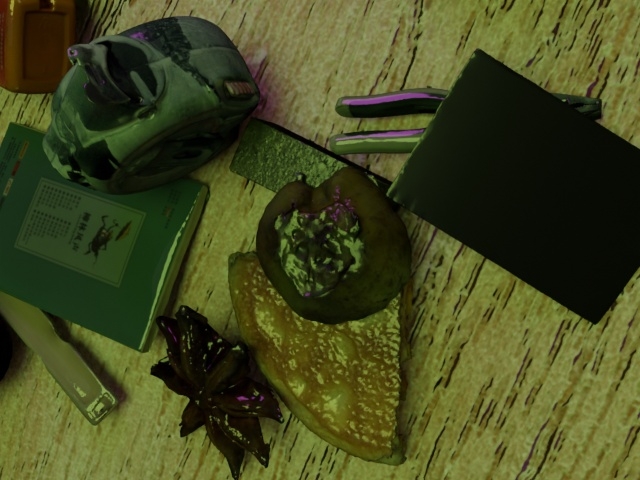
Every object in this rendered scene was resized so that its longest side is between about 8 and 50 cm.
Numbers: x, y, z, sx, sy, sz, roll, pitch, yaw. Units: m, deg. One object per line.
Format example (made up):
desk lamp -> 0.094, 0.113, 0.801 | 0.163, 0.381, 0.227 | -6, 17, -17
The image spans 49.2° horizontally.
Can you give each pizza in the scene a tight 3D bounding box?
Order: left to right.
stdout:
pizza -> -0.008, 0.149, 0.926 | 0.268, 0.087, 0.257 | 6, 94, 22

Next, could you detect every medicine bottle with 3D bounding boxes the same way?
medicine bottle -> -0.481, -0.324, 1.067 | 0.222, 0.112, 0.149 | 27, 117, 30

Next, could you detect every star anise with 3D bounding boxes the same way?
star anise -> -0.133, 0.198, 0.967 | 0.272, 0.102, 0.272 | 21, 125, 33

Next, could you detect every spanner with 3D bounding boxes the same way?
spanner -> 0.170, -0.151, 0.857 | 0.325, 0.040, 0.095 | 0, 62, 19

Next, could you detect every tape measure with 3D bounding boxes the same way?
tape measure -> -0.213, -0.161, 0.898 | 0.256, 0.275, 0.147 | -36, 82, 49

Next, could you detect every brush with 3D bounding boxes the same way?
brush -> -0.429, 0.155, 1.105 | 0.060, 0.050, 0.321 | -46, 75, 2

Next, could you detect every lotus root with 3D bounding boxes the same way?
lotus root -> 0.002, 0.003, 0.831 | 0.183, 0.078, 0.203 | -45, 71, 11

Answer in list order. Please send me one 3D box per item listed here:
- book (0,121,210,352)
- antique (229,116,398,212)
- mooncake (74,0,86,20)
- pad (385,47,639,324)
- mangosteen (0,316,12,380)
book -> -0.374, -0.015, 1.067 | 0.379, 0.031, 0.264 | 20, 87, 19
antique -> -0.002, -0.080, 0.920 | 0.221, 0.081, 0.080 | 29, 102, 19
mooncake -> -0.466, -0.496, 1.112 | 0.347, 0.057, 0.150 | 42, 92, 9
pad -> 0.253, -0.058, 0.814 | 0.300, 0.005, 0.202 | 31, 102, -1
mangosteen -> -0.593, 0.153, 1.110 | 0.192, 0.192, 0.217 | -34, 57, 18
